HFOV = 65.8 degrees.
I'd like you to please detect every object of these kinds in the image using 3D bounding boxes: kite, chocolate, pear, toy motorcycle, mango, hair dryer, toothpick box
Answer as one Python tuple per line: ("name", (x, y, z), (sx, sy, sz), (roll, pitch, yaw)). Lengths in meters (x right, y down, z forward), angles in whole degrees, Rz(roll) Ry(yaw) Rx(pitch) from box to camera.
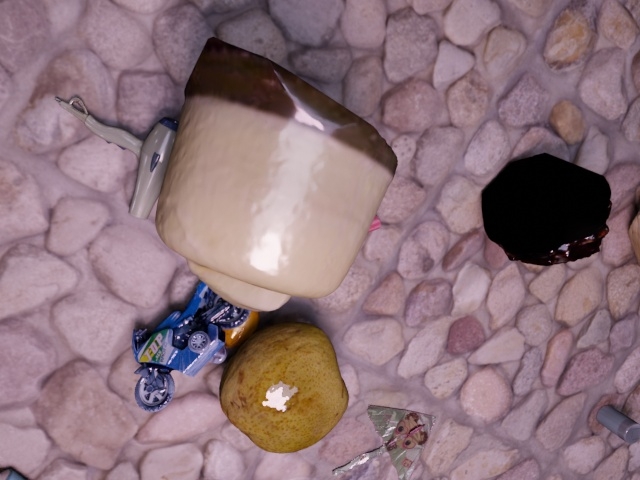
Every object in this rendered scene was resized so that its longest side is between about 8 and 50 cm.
("kite", (0.139, 0.438, 1.044), (0.249, 0.012, 0.230), (-25, 107, -8))
("chocolate", (-0.086, -0.057, 0.691), (0.325, 0.314, 0.297), (31, 85, -21))
("pear", (-0.065, 0.254, 0.846), (0.211, 0.188, 0.229), (-26, 121, -13))
("toy motorcycle", (-0.226, 0.154, 0.824), (0.135, 0.092, 0.254), (40, 79, 24))
("chocolate", (0.436, -0.016, 0.946), (0.206, 0.224, 0.177), (-46, 133, -2))
("mango", (-0.142, 0.149, 0.879), (0.060, 0.046, 0.089), (37, 88, -17))
("hair dryer", (-0.317, -0.122, 0.771), (0.199, 0.067, 0.168), (11, 105, -7))
("toothpick box", (0.700, 0.430, 1.160), (0.052, 0.083, 0.052), (-4, 104, -15))

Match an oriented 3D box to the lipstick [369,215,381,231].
("lipstick", (0.000, 0.000, 0.883), (0.234, 0.053, 0.054), (-20, 107, -13))

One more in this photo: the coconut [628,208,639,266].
("coconut", (0.774, -0.006, 1.011), (0.258, 0.259, 0.260), (-3, 103, -15))

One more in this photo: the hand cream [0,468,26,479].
("hand cream", (-0.497, 0.476, 0.858), (0.083, 0.048, 0.224), (-33, 114, -9))
